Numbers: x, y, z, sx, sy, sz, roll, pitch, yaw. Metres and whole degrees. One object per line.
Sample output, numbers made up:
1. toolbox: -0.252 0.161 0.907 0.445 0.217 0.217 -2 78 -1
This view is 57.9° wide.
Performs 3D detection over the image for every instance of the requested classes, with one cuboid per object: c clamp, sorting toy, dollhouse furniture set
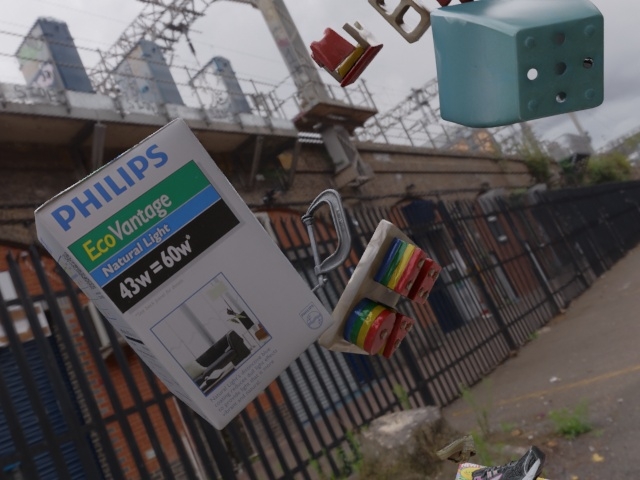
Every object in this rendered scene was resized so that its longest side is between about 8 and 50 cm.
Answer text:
1. c clamp: 0.000 0.000 0.969 0.022 0.160 0.137 10 -29 -37
2. sorting toy: 0.135 0.118 1.137 0.255 0.089 0.257 -62 -25 -1
3. dollhouse furniture set: 0.136 -0.395 1.001 0.374 0.152 0.201 -47 -4 35

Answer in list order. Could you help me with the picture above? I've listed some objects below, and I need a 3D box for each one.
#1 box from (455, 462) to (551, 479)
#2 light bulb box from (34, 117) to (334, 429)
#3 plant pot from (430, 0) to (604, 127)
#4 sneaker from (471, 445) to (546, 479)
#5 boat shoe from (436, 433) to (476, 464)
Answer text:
1. box: 0.423 0.672 1.260 0.290 0.177 0.279 3 23 23
2. light bulb box: -0.229 0.056 0.901 0.225 0.361 0.358 -41 12 -23
3. plant pot: 0.266 -0.237 0.769 0.166 0.165 0.234 -12 22 -2
4. sneaker: 0.282 0.391 0.929 0.178 0.077 0.072 -53 -29 9
5. boat shoe: 0.268 0.407 1.115 0.050 0.045 0.135 -35 -25 29
